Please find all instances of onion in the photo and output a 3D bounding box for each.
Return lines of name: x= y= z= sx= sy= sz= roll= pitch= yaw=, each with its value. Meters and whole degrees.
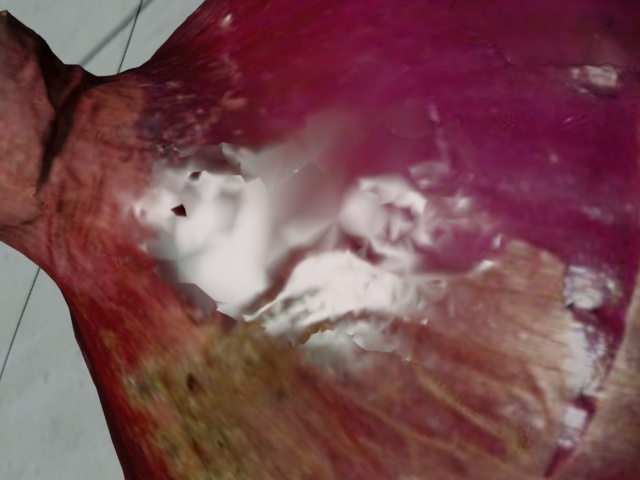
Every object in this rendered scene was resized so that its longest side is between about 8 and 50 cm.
onion: x=0.000 y=0.000 z=0.630 sx=0.348 sy=0.385 sz=0.348 roll=-33 pitch=47 yaw=43
